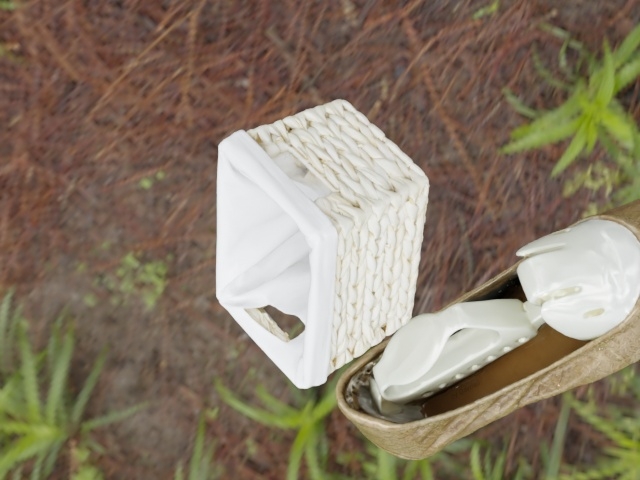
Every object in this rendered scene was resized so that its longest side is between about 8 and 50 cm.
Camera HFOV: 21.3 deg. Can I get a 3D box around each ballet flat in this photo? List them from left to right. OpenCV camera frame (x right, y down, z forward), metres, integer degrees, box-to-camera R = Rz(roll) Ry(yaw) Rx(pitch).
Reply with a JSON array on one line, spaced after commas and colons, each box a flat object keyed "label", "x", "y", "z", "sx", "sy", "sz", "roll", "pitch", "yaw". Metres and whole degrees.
[{"label": "ballet flat", "x": 0.147, "y": 0.059, "z": 1.261, "sx": 0.342, "sy": 0.124, "sz": 0.116, "roll": -30, "pitch": 61, "yaw": 27}]

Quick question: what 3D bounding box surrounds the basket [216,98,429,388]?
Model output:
[{"label": "basket", "x": 0.000, "y": 0.000, "z": 1.170, "sx": 0.113, "sy": 0.103, "sz": 0.167, "roll": 45, "pitch": 149, "yaw": 31}]
